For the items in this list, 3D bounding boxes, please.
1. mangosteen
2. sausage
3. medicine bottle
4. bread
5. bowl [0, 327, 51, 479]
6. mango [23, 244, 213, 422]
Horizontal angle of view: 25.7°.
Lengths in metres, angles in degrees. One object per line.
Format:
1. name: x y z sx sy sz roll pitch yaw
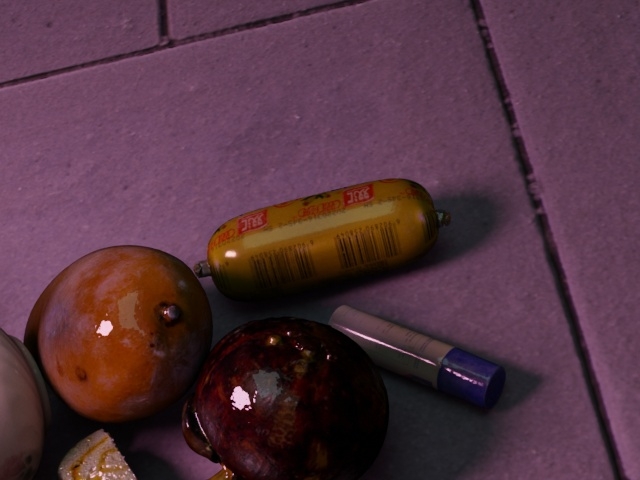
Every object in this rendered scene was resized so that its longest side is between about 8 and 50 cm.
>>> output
1. mangosteen: -0.056 0.224 1.643 0.289 0.231 0.231 -53 44 21
2. sausage: 0.000 0.000 1.859 0.347 0.123 0.123 -13 47 2
3. medicine bottle: 0.116 0.143 1.742 0.231 0.059 0.059 21 57 30
4. bread: -0.259 0.309 1.661 0.110 0.103 0.156 -28 41 -18
5. bowl: -0.423 0.202 1.712 0.145 0.277 0.277 -21 43 -34
6. mango: -0.258 0.116 1.736 0.384 0.199 0.221 -13 64 56
